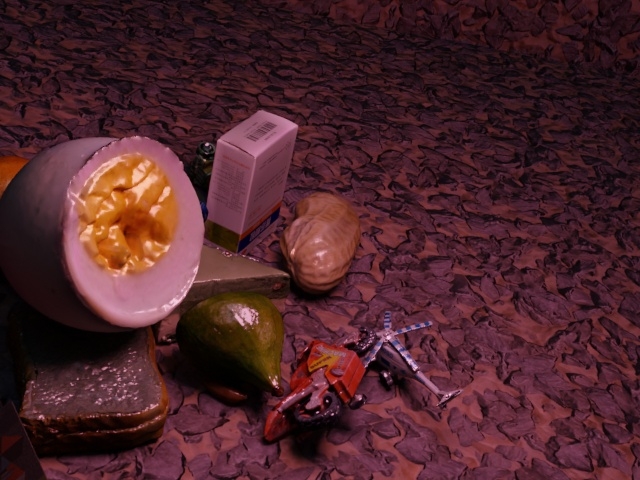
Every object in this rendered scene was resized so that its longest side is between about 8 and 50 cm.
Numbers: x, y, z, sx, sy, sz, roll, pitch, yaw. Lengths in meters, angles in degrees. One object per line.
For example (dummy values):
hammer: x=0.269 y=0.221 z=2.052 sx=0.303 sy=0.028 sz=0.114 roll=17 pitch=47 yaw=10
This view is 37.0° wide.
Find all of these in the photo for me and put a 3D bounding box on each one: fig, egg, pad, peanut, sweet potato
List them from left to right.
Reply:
pad: x=-0.516 y=0.373 z=1.532 sx=0.143 sy=0.003 sz=0.211 roll=-41 pitch=50 yaw=-2
egg: x=-0.444 y=-0.013 z=1.765 sx=0.339 sy=0.355 sz=0.354 roll=0 pitch=22 yaw=38
sweet potato: x=-0.183 y=0.288 z=1.824 sx=0.095 sy=0.034 sz=0.034 roll=19 pitch=34 yaw=20
fig: x=-0.148 y=0.219 z=1.826 sx=0.203 sy=0.203 sz=0.235 roll=-14 pitch=62 yaw=-35
peanut: x=0.006 y=0.001 z=2.200 sx=0.174 sy=0.158 sz=0.340 roll=-8 pitch=24 yaw=21

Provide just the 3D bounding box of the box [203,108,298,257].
box: x=-0.164 y=-0.121 z=2.174 sx=0.106 sy=0.299 sz=0.200 roll=24 pitch=36 yaw=16

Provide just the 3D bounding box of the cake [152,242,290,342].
cake: x=-0.211 y=0.127 z=1.945 sx=0.283 sy=0.158 sz=0.172 roll=15 pitch=35 yaw=-4

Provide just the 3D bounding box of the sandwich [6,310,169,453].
sandwich: x=-0.423 y=0.247 z=1.739 sx=0.271 sy=0.099 sz=0.301 roll=-4 pitch=36 yaw=-19

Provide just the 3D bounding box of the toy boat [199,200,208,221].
toy boat: x=-0.367 y=0.025 z=2.043 sx=0.067 sy=0.220 sz=0.291 roll=50 pitch=61 yaw=-5

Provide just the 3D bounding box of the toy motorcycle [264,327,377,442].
toy motorcycle: x=0.008 y=0.270 z=1.830 sx=0.171 sy=0.089 sz=0.298 roll=-12 pitch=25 yaw=30

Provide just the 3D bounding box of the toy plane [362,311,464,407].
toy plane: x=0.184 y=0.251 z=1.916 sx=0.273 sy=0.107 sz=0.182 roll=22 pitch=48 yaw=33

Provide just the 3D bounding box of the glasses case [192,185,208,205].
glasses case: x=-0.375 y=-0.107 z=2.207 sx=0.316 sy=0.076 sz=0.123 roll=11 pitch=21 yaw=-49

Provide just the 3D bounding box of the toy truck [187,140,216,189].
toy truck: x=-0.206 y=-0.189 z=2.421 sx=0.259 sy=0.128 sz=0.135 roll=-17 pitch=58 yaw=-37

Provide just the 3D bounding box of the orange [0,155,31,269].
orange: x=-0.640 y=-0.056 z=1.973 sx=0.240 sy=0.240 sz=0.240 roll=9 pitch=35 yaw=-7
